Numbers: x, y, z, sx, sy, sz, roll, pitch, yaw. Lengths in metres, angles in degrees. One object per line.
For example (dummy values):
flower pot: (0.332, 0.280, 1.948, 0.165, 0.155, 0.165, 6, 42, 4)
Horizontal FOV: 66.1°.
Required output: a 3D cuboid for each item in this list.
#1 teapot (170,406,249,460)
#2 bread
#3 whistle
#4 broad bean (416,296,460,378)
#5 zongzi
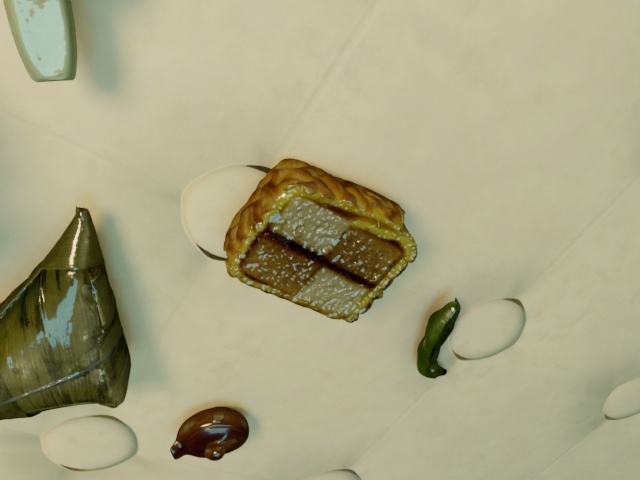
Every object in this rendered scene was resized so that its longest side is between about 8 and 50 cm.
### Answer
teapot: (-0.183, 0.332, 0.819, 0.129, 0.078, 0.098, -11, 124, -7)
bread: (0.000, 0.000, 0.636, 0.222, 0.096, 0.181, 24, 114, -24)
whistle: (-0.242, -0.262, 0.401, 0.101, 0.106, 0.253, 2, 116, 4)
broad bean: (0.193, 0.173, 0.827, 0.061, 0.046, 0.195, -18, 131, -16)
zongzi: (-0.377, 0.096, 0.591, 0.251, 0.125, 0.274, -9, 122, -17)
